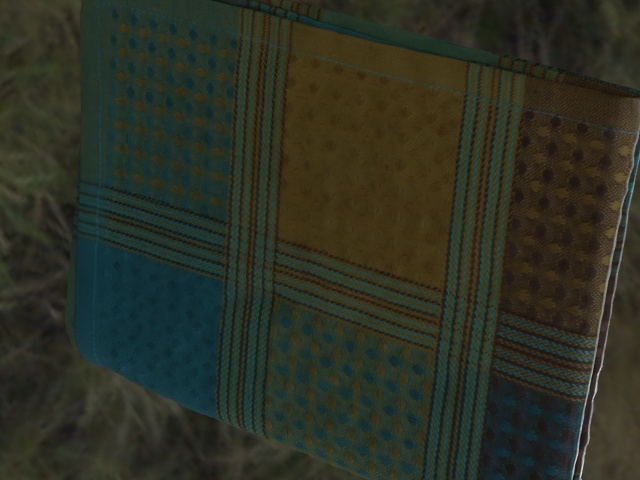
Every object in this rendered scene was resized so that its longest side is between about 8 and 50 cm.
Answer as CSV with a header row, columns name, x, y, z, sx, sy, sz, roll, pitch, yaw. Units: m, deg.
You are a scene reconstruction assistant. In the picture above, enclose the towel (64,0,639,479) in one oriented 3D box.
name,x,y,z,sx,sy,sz,roll,pitch,yaw
towel,0.000,0.000,0.897,0.040,0.370,0.271,-20,122,-53
